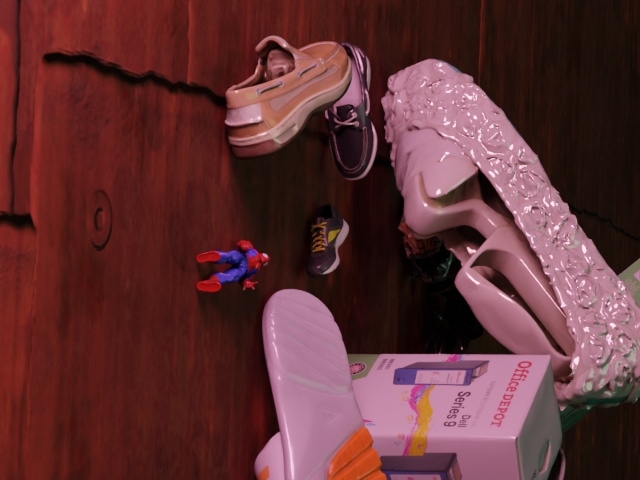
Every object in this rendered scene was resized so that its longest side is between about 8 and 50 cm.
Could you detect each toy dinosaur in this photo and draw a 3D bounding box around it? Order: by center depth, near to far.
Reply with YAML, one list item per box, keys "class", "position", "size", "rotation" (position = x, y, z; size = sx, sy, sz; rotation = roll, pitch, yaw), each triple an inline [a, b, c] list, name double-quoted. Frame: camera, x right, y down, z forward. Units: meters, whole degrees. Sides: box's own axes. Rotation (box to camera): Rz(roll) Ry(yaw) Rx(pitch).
- class: "toy dinosaur"
  position: [0.174, -0.006, 2.119]
  size: [0.322, 0.164, 0.218]
  rotation: [-28, 102, -45]

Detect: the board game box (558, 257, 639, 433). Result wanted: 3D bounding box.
- class: "board game box"
  position: [0.242, 0.155, 2.097]
  size: [0.317, 0.046, 0.213]
  rotation: [-36, 157, -18]

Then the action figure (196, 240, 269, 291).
- class: "action figure"
  position: [-0.065, 0.020, 1.580]
  size: [0.115, 0.030, 0.038]
  rotation: [-17, 103, -72]

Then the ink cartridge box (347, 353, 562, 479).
- class: "ink cartridge box"
  position: [0.094, 0.172, 1.769]
  size: [0.154, 0.212, 0.093]
  rotation: [-54, 141, -58]

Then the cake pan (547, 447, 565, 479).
- class: "cake pan"
  position: [0.120, 0.297, 1.861]
  size: [0.293, 0.054, 0.293]
  rotation: [-53, -174, 8]

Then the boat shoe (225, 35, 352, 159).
- class: "boat shoe"
  position: [-0.026, -0.135, 1.632]
  size: [0.190, 0.068, 0.072]
  rotation: [-54, 130, -59]

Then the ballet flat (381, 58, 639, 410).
- class: "ballet flat"
  position: [0.163, -0.009, 1.878]
  size: [0.409, 0.147, 0.147]
  rotation: [53, 7, 21]

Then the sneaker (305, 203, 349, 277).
- class: "sneaker"
  position: [0.000, 0.000, 1.774]
  size: [0.035, 0.031, 0.083]
  rotation: [62, 27, -31]

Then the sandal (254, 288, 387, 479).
- class: "sandal"
  position: [-0.009, 0.174, 1.670]
  size: [0.102, 0.076, 0.265]
  rotation: [4, 66, -35]

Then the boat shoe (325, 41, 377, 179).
- class: "boat shoe"
  position: [0.026, -0.118, 1.808]
  size: [0.038, 0.046, 0.125]
  rotation: [37, 53, -67]
